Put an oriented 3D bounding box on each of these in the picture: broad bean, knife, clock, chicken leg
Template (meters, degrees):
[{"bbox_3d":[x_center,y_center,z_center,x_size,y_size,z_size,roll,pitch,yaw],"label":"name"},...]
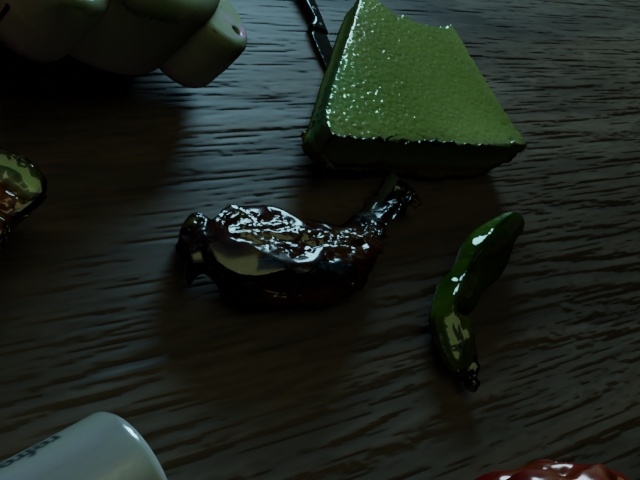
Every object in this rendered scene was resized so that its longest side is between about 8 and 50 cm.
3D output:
[{"bbox_3d":[0.132,0.038,0.703,0.061,0.046,0.195,37,50,-16],"label":"broad bean"},{"bbox_3d":[0.003,-0.204,0.834,0.023,0.010,0.170,-3,60,-32],"label":"knife"},{"bbox_3d":[-0.205,-0.266,0.643,0.284,0.114,0.309,-4,61,-60],"label":"clock"},{"bbox_3d":[0.000,0.000,0.656,0.253,0.051,0.106,-15,60,-40],"label":"chicken leg"}]

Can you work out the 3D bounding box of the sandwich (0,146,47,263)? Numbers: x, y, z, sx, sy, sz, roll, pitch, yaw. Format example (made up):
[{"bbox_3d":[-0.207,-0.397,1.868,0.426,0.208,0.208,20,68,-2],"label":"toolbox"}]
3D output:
[{"bbox_3d":[-0.279,0.005,0.478,0.235,0.079,0.159,-28,84,-37],"label":"sandwich"}]

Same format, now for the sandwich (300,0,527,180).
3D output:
[{"bbox_3d":[0.060,-0.158,0.797,0.245,0.063,0.212,-1,55,-36],"label":"sandwich"}]

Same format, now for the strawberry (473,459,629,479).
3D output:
[{"bbox_3d":[0.021,0.217,0.361,0.150,0.280,0.253,28,57,-5],"label":"strawberry"}]

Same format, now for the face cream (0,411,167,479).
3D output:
[{"bbox_3d":[-0.214,0.186,0.364,0.311,0.092,0.092,-26,72,-39],"label":"face cream"}]
